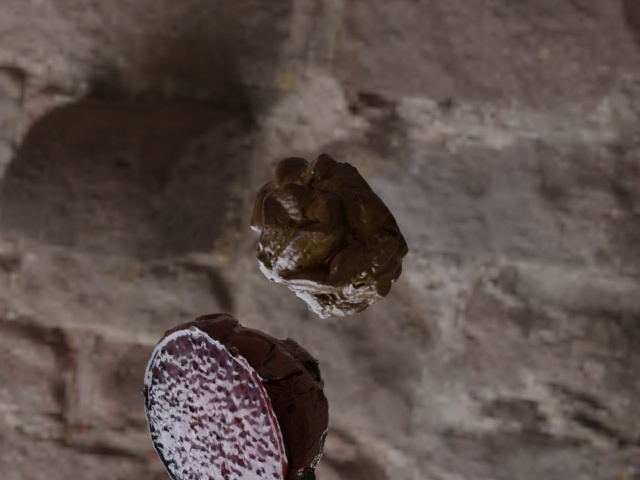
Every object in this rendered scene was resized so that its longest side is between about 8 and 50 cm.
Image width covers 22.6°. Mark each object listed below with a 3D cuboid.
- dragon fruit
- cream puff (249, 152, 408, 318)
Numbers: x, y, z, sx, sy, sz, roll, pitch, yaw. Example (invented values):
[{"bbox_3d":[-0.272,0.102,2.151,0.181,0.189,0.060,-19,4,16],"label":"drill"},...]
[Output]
[{"bbox_3d":[-0.058,0.171,1.626,0.148,0.219,0.223,-16,172,-42],"label":"dragon fruit"},{"bbox_3d":[0.000,0.000,1.094,0.094,0.116,0.122,-42,-171,-15],"label":"cream puff"}]
